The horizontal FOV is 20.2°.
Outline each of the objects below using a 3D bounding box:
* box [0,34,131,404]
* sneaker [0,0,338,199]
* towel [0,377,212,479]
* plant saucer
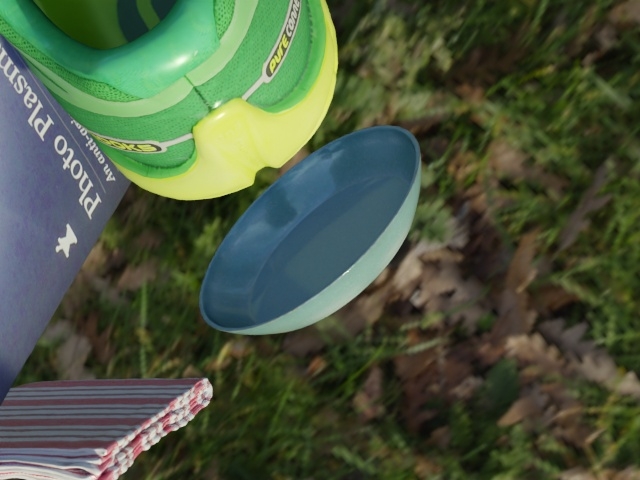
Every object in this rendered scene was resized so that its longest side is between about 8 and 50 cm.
[{"bbox_3d":[-0.267,-0.038,0.828,0.296,0.183,0.294,58,41,-33],"label":"box"},{"bbox_3d":[-0.092,-0.150,0.517,0.109,0.123,0.295,-36,77,2],"label":"sneaker"},{"bbox_3d":[-0.166,0.122,1.147,0.144,0.197,0.029,-1,99,16],"label":"towel"},{"bbox_3d":[0.000,0.000,0.772,0.021,0.119,0.119,48,68,-25],"label":"plant saucer"}]
